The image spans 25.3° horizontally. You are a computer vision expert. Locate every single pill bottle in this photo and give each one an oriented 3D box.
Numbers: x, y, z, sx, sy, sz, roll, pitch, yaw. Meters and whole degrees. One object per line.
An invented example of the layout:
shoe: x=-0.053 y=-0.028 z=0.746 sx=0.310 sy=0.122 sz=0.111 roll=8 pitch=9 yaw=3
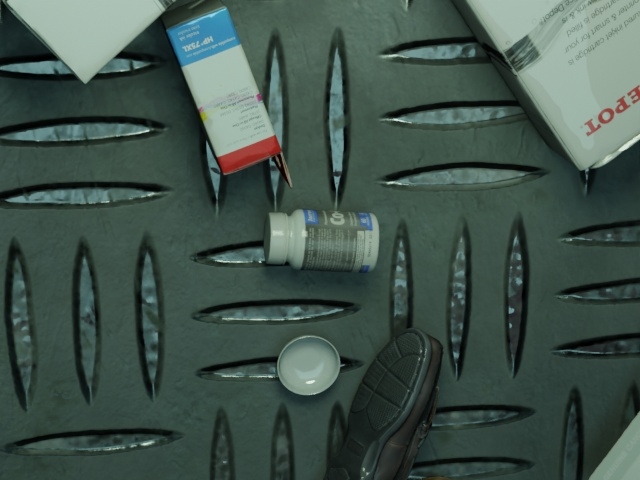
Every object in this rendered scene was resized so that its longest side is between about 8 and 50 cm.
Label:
pill bottle: x=0.000 y=0.000 z=1.798 sx=0.137 sy=0.078 sz=0.078 roll=3 pitch=106 yaw=-11

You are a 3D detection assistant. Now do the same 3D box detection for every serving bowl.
serving bowl: x=-0.017 y=0.160 z=1.871 sx=0.083 sy=0.027 sz=0.083 roll=-3 pitch=107 yaw=-10

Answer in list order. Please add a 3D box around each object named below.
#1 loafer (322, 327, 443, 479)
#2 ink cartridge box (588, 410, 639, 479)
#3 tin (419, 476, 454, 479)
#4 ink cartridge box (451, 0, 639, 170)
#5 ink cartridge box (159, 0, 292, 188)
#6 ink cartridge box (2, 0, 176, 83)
loafer: x=0.092 y=0.258 z=1.891 sx=0.095 sy=0.109 sz=0.302 roll=18 pitch=102 yaw=-35
ink cartridge box: x=0.607 y=0.317 z=1.926 sx=0.385 sy=0.091 sz=0.308 roll=35 pitch=103 yaw=8
tin: x=0.126 y=0.406 z=1.969 sx=0.190 sy=0.040 sz=0.106 roll=-38 pitch=113 yaw=3
ink cartridge box: x=0.306 y=-0.327 z=1.703 sx=0.285 sy=0.166 sz=0.395 roll=-35 pitch=108 yaw=3
ink cartridge box: x=-0.112 y=-0.166 z=1.698 sx=0.078 sy=0.134 sz=0.231 roll=-22 pitch=109 yaw=-3
ink cartridge box: x=-0.194 y=-0.336 z=1.585 sx=0.307 sy=0.223 sz=0.129 roll=-41 pitch=110 yaw=4
